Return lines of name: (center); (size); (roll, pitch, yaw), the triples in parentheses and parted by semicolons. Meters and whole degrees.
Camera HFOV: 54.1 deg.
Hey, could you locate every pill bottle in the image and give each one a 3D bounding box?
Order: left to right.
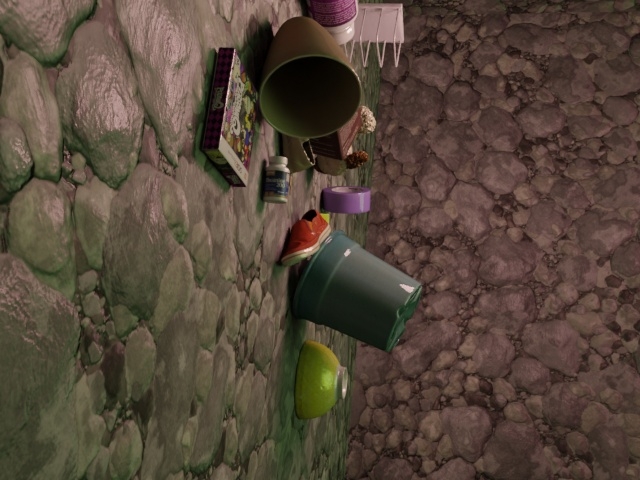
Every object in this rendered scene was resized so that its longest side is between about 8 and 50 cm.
pill bottle: (-0.117, -0.162, 1.676); (0.067, 0.067, 0.120); (30, 63, -77)
pill bottle: (0.033, -0.784, 2.013); (0.301, 0.169, 0.169); (75, 21, -57)

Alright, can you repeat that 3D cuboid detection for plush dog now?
plush dog: (0.050, -0.337, 2.185); (0.210, 0.262, 0.225); (-13, 97, -44)

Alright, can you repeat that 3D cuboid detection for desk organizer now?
desk organizer: (-0.042, 0.101, 2.178); (0.050, 0.047, 0.130); (80, 17, -56)

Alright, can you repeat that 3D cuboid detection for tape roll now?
tape roll: (0.103, -0.162, 2.475); (0.189, 0.189, 0.080); (-49, 142, -72)

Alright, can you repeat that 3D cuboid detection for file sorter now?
file sorter: (0.175, -0.791, 2.451); (0.193, 0.278, 0.173); (69, 28, -63)

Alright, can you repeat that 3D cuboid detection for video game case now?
video game case: (-0.189, -0.259, 1.355); (0.210, 0.042, 0.232); (62, 32, -71)

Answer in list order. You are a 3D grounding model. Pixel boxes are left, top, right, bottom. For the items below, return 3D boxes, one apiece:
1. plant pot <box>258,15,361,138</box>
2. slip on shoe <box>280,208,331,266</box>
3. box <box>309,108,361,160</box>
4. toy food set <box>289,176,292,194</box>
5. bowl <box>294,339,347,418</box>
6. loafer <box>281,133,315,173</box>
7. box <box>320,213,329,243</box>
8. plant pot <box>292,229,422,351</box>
plant pot: (-0.041, -0.450, 1.630); (0.256, 0.256, 0.274); (79, 2, -50)
slip on shoe: (-0.057, -0.009, 1.967); (0.101, 0.123, 0.331); (58, 26, -11)
box: (0.015, -0.385, 1.942); (0.203, 0.167, 0.168); (74, 37, -57)
toy food set: (-0.114, -0.172, 1.822); (0.122, 0.019, 0.078); (27, 66, -69)
bowl: (0.013, 0.515, 2.291); (0.289, 0.156, 0.289); (4, 90, -79)
loafer: (-0.065, -0.325, 1.810); (0.102, 0.092, 0.268); (-67, 154, -60)
box: (0.000, 0.000, 2.252); (0.109, 0.042, 0.178); (153, -61, -74)
plant pot: (0.137, 0.184, 2.092); (0.341, 0.334, 0.341); (-51, 157, -32)
